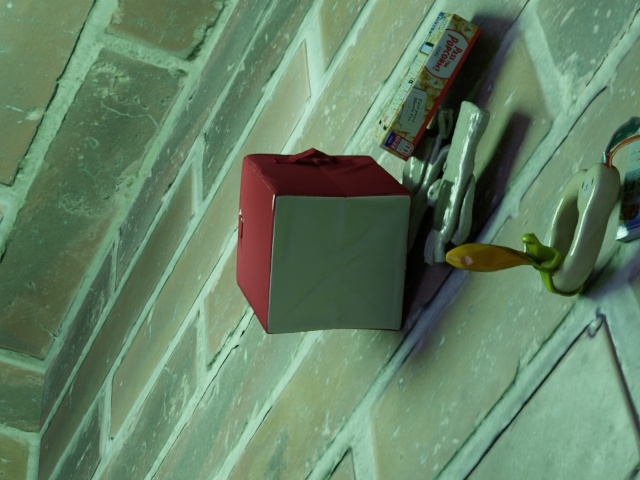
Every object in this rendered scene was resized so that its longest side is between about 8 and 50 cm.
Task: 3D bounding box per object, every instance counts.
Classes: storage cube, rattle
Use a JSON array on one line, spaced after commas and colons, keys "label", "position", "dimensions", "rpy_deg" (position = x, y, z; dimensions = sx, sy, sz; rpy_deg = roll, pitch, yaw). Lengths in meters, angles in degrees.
[{"label": "storage cube", "position": [0.000, 0.000, 1.948], "dimensions": [0.193, 0.183, 0.215], "rpy_deg": [-129, 41, -67]}, {"label": "rattle", "position": [0.230, -0.049, 1.498], "dimensions": [0.130, 0.142, 0.200], "rpy_deg": [-59, -10, -49]}]

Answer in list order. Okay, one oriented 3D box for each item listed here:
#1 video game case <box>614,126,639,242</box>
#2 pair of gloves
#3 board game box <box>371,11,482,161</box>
[{"label": "video game case", "position": [0.323, -0.064, 1.463], "dimensions": [0.087, 0.011, 0.122], "rpy_deg": [-25, 49, 63]}, {"label": "pair of gloves", "position": [0.153, -0.072, 1.885], "dimensions": [0.240, 0.042, 0.204], "rpy_deg": [-160, 83, -76]}, {"label": "board game box", "position": [0.135, -0.204, 1.964], "dimensions": [0.193, 0.045, 0.147], "rpy_deg": [-60, 6, 8]}]
